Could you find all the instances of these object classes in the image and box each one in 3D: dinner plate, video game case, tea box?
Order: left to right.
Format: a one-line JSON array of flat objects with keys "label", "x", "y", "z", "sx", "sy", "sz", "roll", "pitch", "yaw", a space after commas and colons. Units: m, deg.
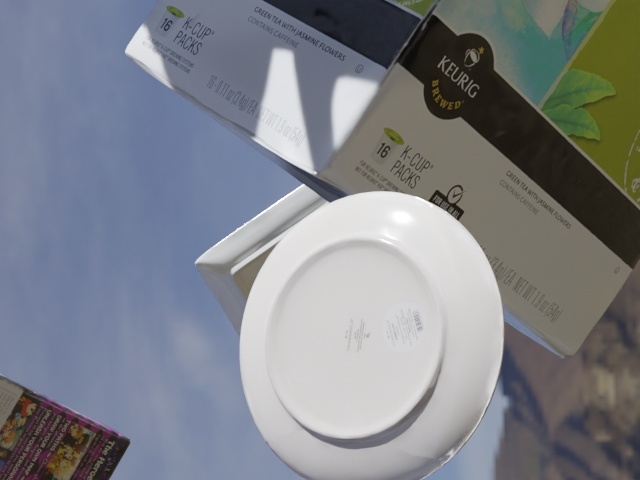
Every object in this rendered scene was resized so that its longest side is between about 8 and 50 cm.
[{"label": "video game case", "x": -0.271, "y": 0.208, "z": 1.192, "sx": 0.210, "sy": 0.042, "sz": 0.232, "roll": 36, "pitch": -98, "yaw": -47}, {"label": "dinner plate", "x": 0.018, "y": 0.045, "z": 0.744, "sx": 0.017, "sy": 0.141, "sz": 0.141, "roll": 18, "pitch": -111, "yaw": -58}, {"label": "tea box", "x": 0.113, "y": -0.148, "z": 1.102, "sx": 0.329, "sy": 0.220, "sz": 0.323, "roll": 33, "pitch": -90, "yaw": -48}]

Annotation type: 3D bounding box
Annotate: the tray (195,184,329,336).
[{"label": "tray", "x": 0.000, "y": 0.000, "z": 1.837, "sx": 0.030, "sy": 0.270, "sz": 0.145, "roll": 48, "pitch": 170, "yaw": 47}]
